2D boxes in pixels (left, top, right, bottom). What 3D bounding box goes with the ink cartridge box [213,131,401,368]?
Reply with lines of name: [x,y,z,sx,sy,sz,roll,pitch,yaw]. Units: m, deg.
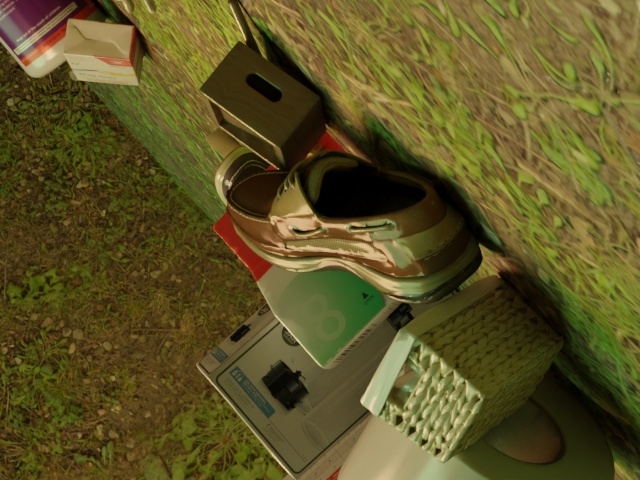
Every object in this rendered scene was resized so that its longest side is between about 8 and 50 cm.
ink cartridge box: [0.000,0.000,1.445,0.225,0.181,0.056,47,-170,15]

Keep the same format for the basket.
basket: [0.139,0.123,1.252,0.103,0.167,0.113,42,129,22]

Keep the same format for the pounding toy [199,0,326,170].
pounding toy: [-0.064,-0.163,1.414,0.141,0.100,0.130,36,171,11]

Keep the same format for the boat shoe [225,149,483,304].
boat shoe: [0.022,-0.037,1.314,0.324,0.122,0.120,14,140,44]

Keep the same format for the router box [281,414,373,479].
router box: [0.151,0.327,1.656,0.301,0.335,0.082,45,172,27]

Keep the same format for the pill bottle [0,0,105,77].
pill bottle: [-0.551,-0.465,2.363,0.323,0.181,0.181,51,173,-16]

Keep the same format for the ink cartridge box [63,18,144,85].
ink cartridge box: [-0.371,-0.319,2.274,0.115,0.067,0.198,6,172,0]

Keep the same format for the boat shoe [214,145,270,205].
boat shoe: [-0.062,-0.045,1.969,0.092,0.103,0.285,38,172,34]

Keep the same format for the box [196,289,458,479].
box: [0.019,0.118,1.539,0.169,0.290,0.087,52,171,-12]

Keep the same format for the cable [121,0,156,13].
cable: [-0.263,-0.378,1.493,0.139,0.072,0.287,32,163,48]

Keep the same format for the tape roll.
tape roll: [0.160,0.243,1.372,0.246,0.169,0.246,21,-151,-12]

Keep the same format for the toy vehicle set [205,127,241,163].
toy vehicle set: [-0.098,-0.073,2.276,0.166,0.035,0.267,45,172,30]
